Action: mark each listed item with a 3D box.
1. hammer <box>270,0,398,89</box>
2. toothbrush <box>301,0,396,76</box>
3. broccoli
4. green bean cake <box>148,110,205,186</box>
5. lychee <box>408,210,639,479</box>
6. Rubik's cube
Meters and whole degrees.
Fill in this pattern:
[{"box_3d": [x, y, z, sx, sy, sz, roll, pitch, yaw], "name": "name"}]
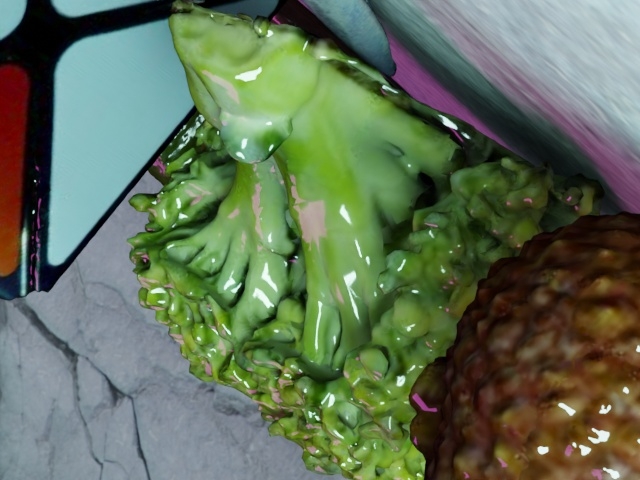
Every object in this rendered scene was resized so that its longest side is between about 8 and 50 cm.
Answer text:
[{"box_3d": [-0.068, -0.185, 1.148, 0.365, 0.043, 0.111, 40, 179, -3], "name": "hammer"}, {"box_3d": [-0.046, -0.158, 0.771, 0.035, 0.042, 0.413, 42, -178, 32], "name": "toothbrush"}, {"box_3d": [0.001, 0.016, 0.852, 0.242, 0.180, 0.273, 19, 177, 36], "name": "broccoli"}, {"box_3d": [-0.016, -0.054, 1.394, 0.250, 0.156, 0.247, 42, -178, 4], "name": "green bean cake"}, {"box_3d": [0.115, 0.081, 0.631, 0.194, 0.194, 0.194, 43, 180, 0], "name": "lychee"}, {"box_3d": [-0.198, -0.156, 0.896, 0.246, 0.248, 0.250, 42, -179, 37], "name": "Rubik's cube"}]
